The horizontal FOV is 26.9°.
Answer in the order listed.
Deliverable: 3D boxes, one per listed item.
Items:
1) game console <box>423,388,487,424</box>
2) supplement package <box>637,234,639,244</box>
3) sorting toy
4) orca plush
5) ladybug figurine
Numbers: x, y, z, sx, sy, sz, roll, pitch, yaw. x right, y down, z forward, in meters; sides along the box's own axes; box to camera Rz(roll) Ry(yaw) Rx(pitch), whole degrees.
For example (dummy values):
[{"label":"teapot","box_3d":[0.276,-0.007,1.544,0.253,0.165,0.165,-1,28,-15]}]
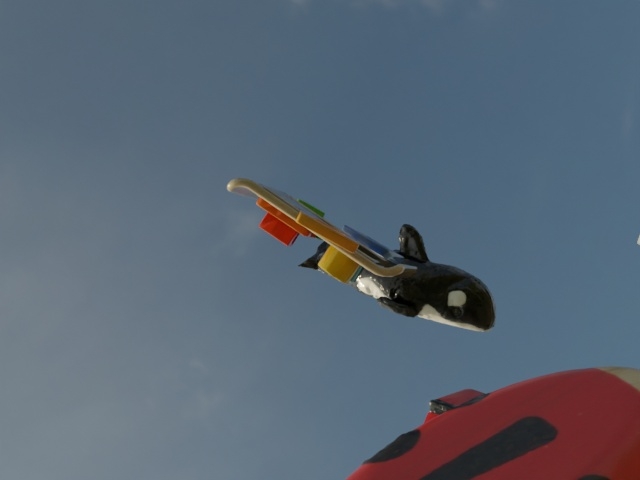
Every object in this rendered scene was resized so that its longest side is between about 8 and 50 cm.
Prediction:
[{"label":"game console","box_3d":[0.216,0.273,1.857,0.124,0.144,0.085,-12,-71,-41]},{"label":"supplement package","box_3d":[0.241,-0.067,0.525,0.149,0.194,0.203,19,-87,4]},{"label":"sorting toy","box_3d":[0.000,0.000,1.393,0.047,0.196,0.347,-61,-9,3]},{"label":"orca plush","box_3d":[0.109,0.025,1.738,0.151,0.287,0.102,3,-75,-40]},{"label":"ladybug figurine","box_3d":[0.142,0.231,1.028,0.449,0.305,0.162,-27,-63,-19]}]
